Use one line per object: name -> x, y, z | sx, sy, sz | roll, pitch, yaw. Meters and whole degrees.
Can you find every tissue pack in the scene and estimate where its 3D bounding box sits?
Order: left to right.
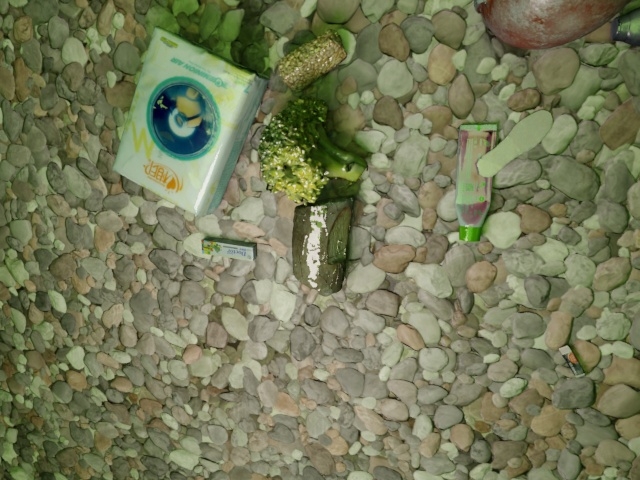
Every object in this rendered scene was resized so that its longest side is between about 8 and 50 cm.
tissue pack -> -0.337, -0.297, 1.147 | 0.288, 0.162, 0.387 | 29, 110, 6

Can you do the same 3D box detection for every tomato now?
tomato -> 0.416, -0.510, 0.799 | 0.283, 0.316, 0.316 | -9, 103, 3

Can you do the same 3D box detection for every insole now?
insole -> 0.441, -0.217, 1.015 | 0.197, 0.004, 0.065 | -42, 88, 12

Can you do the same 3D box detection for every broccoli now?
broccoli -> -0.022, -0.219, 1.038 | 0.273, 0.180, 0.242 | 12, 72, 7

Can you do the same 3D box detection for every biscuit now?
biscuit -> -0.019, -0.430, 1.067 | 0.169, 0.082, 0.070 | -27, 71, 21

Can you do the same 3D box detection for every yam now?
yam -> 0.000, 0.000, 1.146 | 0.154, 0.154, 0.254 | 11, 112, 13

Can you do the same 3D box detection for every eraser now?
eraser -> 0.629, 0.304, 1.114 | 0.027, 0.019, 0.099 | -31, 94, 21

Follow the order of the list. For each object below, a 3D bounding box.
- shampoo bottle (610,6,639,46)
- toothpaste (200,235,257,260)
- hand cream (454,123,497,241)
shampoo bottle -> 0.707, -0.428, 0.873 | 0.234, 0.049, 0.086 | -1, 106, 16
toothpaste -> -0.263, 0.022, 1.282 | 0.164, 0.034, 0.046 | 8, 110, 14
hand cream -> 0.362, -0.135, 1.061 | 0.079, 0.050, 0.274 | -1, 100, -10
